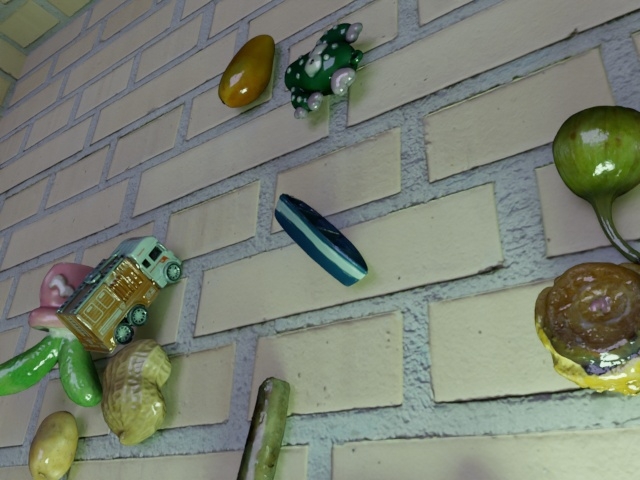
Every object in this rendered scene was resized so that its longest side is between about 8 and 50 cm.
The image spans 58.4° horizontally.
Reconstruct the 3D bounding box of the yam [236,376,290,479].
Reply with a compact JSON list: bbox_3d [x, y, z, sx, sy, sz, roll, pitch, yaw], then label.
[{"bbox_3d":[-0.112,0.412,1.045,0.071,0.067,0.318,5,66,11],"label":"yam"}]

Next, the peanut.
[{"bbox_3d":[-0.425,0.346,1.315,0.196,0.110,0.233,-26,49,26],"label":"peanut"}]

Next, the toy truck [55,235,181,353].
[{"bbox_3d":[-0.495,0.118,1.421,0.136,0.162,0.305,-3,42,39],"label":"toy truck"}]

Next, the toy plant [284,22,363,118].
[{"bbox_3d":[0.011,-0.418,1.403,0.243,0.112,0.233,-28,48,32],"label":"toy plant"}]

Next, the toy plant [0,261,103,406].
[{"bbox_3d":[-0.682,0.242,1.500,0.316,0.211,0.357,7,76,3],"label":"toy plant"}]

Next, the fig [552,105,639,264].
[{"bbox_3d":[0.438,-0.081,0.867,0.149,0.149,0.246,-10,79,36],"label":"fig"}]

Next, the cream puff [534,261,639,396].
[{"bbox_3d":[0.387,0.119,0.761,0.189,0.129,0.189,-27,42,27],"label":"cream puff"}]

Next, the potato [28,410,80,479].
[{"bbox_3d":[-0.656,0.505,1.415,0.109,0.119,0.178,-8,38,-4],"label":"potato"}]

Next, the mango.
[{"bbox_3d":[-0.196,-0.480,1.614,0.138,0.113,0.254,6,62,46],"label":"mango"}]

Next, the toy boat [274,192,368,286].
[{"bbox_3d":[0.000,0.000,1.180,0.062,0.096,0.299,-57,46,12],"label":"toy boat"}]
